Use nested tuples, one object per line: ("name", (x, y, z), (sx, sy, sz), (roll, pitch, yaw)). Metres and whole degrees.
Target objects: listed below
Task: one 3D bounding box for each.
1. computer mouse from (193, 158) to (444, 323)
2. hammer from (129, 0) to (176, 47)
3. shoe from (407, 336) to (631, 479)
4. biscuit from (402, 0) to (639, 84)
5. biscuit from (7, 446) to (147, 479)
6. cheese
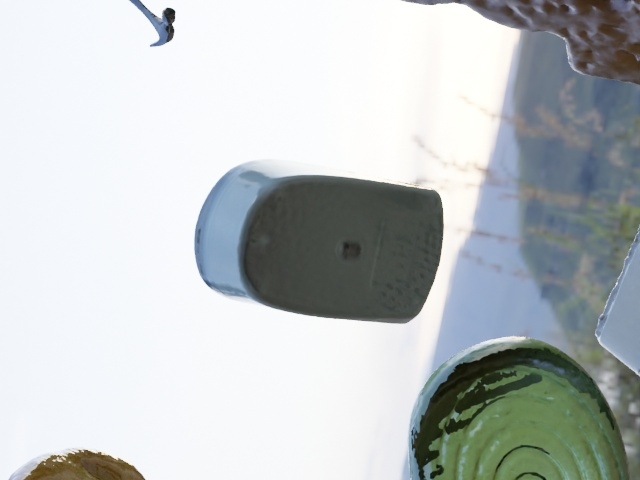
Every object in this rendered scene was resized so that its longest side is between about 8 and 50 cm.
("computer mouse", (0.000, 0.000, 1.129), (0.079, 0.231, 0.128), (26, 103, 57))
("hammer", (-0.259, -0.330, 1.801), (0.021, 0.201, 0.078), (-32, -22, -30))
("shoe", (0.129, 0.192, 0.865), (0.262, 0.140, 0.128), (65, 163, -4))
("biscuit", (0.116, -0.149, 0.472), (0.301, 0.278, 0.043), (67, -140, -62))
("biscuit", (-0.239, 0.276, 1.311), (0.154, 0.045, 0.299), (58, -160, -7))
("cheese", (0.385, -0.019, 1.452), (0.034, 0.085, 0.400), (-13, -45, -33))
